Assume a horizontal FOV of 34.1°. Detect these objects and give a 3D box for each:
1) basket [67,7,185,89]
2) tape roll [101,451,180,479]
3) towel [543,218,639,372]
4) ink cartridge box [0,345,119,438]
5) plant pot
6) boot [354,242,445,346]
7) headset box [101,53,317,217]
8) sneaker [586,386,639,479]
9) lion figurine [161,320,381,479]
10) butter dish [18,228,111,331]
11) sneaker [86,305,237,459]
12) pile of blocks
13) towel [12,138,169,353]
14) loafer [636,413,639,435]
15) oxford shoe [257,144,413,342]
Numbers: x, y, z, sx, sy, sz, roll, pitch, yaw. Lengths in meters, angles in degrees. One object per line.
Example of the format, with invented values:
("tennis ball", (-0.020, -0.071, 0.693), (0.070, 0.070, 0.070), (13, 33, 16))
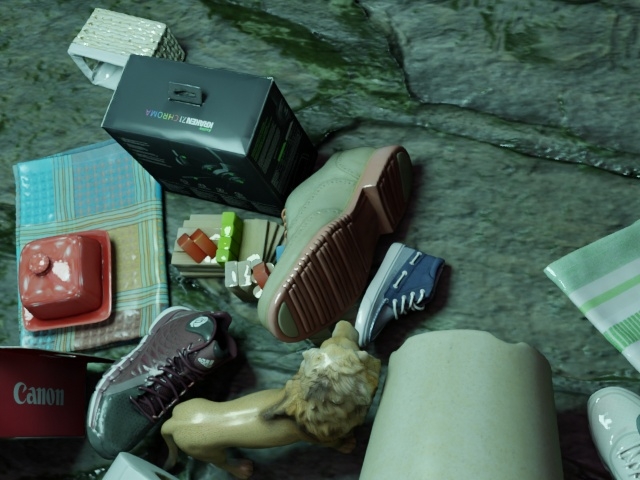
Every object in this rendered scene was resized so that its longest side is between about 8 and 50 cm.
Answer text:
("basket", (-0.333, -0.325, 1.827), (0.167, 0.113, 0.103), (18, 72, 21))
("tape roll", (-0.221, 0.427, 1.444), (0.246, 0.246, 0.169), (29, 80, 23))
("towel", (0.498, 0.106, 1.414), (0.248, 0.038, 0.325), (-23, 59, -29))
("ink cartridge box", (-0.474, 0.230, 1.541), (0.272, 0.309, 0.130), (-4, 79, 15))
("plant pot", (0.188, 0.297, 1.364), (0.334, 0.334, 0.305), (0, 59, 15))
("boot", (0.118, 0.086, 1.553), (0.086, 0.069, 0.190), (17, 57, 17))
("headset box", (-0.167, -0.160, 1.625), (0.246, 0.283, 0.131), (13, 74, 20))
("sneaker", (0.439, 0.319, 1.369), (0.110, 0.118, 0.292), (-31, 64, 12))
("lion figurine", (-0.088, 0.251, 1.474), (0.392, 0.240, 0.142), (-22, 66, 7))
("butter dish", (-0.425, 0.051, 1.670), (0.160, 0.118, 0.160), (-9, 70, 11))
("sneaker", (-0.219, 0.195, 1.532), (0.162, 0.106, 0.281), (-11, 37, 39))
("pile of blocks", (-0.082, 0.037, 1.622), (0.362, 0.112, 0.149), (26, 79, 22))
("towel", (-0.390, 0.005, 1.759), (0.271, 0.040, 0.370), (-12, 68, 12))
("loafer", (0.519, 0.299, 1.324), (0.267, 0.096, 0.084), (45, 121, -3))
("oxford shoe", (0.000, 0.000, 1.563), (0.146, 0.140, 0.397), (7, 41, 31))
